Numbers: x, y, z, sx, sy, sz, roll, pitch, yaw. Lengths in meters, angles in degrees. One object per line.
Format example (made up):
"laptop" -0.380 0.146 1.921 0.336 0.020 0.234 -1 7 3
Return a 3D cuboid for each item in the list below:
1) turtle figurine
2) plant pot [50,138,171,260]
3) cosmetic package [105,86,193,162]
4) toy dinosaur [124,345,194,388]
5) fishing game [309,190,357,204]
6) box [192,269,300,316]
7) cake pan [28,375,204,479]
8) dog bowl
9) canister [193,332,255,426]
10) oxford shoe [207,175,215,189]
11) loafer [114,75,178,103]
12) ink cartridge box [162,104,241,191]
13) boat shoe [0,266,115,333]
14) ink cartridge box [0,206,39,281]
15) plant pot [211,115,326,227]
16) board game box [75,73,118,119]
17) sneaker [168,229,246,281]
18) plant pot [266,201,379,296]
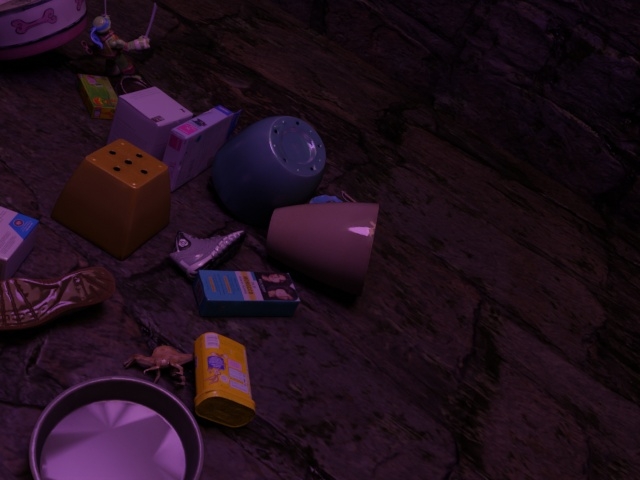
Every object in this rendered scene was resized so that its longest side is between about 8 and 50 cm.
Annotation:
"turtle figurine" -0.620 -0.635 1.968 0.198 0.266 0.274 11 60 -1
"plant pot" -0.487 -0.117 1.500 0.212 0.187 0.212 31 35 4
"cosmetic package" -0.483 -0.308 1.747 0.151 0.183 0.151 36 35 10
"toy dinosaur" -0.304 0.252 1.274 0.183 0.053 0.092 3 41 -32
"fishing game" 0.055 -0.093 1.975 0.189 0.041 0.264 43 37 25
"box" -0.179 0.130 1.509 0.244 0.060 0.100 4 42 -31
"cake pan" -0.354 0.372 1.085 0.293 0.054 0.293 19 36 -14
"dog bowl" -0.886 -0.674 1.839 0.408 0.150 0.408 -6 40 5
"canister" -0.200 0.282 1.270 0.126 0.073 0.170 32 26 -33
"oxford shoe" -0.252 -0.212 1.865 0.083 0.096 0.227 40 38 13
"loafer" -0.495 -0.409 1.914 0.366 0.130 0.134 42 37 19
"ink cartridge box" -0.349 -0.280 1.802 0.065 0.185 0.311 32 34 8
"boat shoe" -0.561 0.126 1.243 0.285 0.089 0.104 -9 75 -38
"ink cartridge box" -0.722 -0.009 1.287 0.203 0.085 0.148 21 35 -9
"plant pot" -0.122 -0.214 1.744 0.293 0.235 0.292 16 60 -31
"board game box" -0.681 -0.443 1.905 0.092 0.043 0.181 -4 46 -38
"sneaker" -0.295 0.004 1.571 0.132 0.086 0.229 34 36 12
"plant pot" 0.000 0.000 1.669 0.274 0.256 0.256 11 35 2
